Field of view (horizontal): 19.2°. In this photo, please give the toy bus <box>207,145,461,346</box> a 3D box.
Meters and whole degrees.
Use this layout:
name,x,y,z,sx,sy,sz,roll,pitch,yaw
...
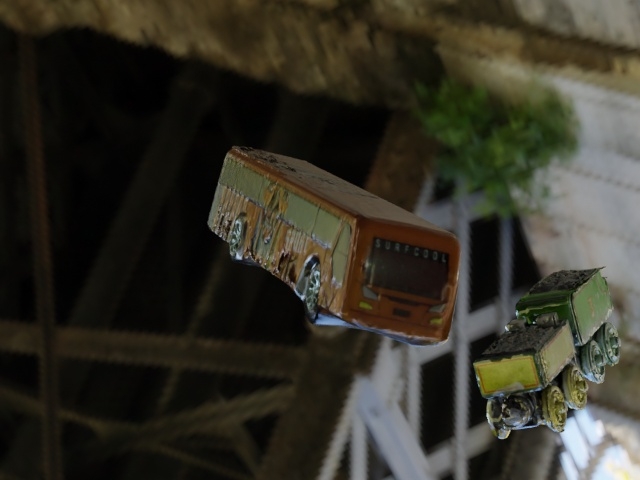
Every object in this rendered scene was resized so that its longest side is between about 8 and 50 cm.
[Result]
name,x,y,z,sx,sy,sz,roll,pitch,yaw
toy bus,0.000,0.000,1.458,0.409,0.093,0.092,-149,-108,-70

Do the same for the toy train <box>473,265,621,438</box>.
name,x,y,z,sx,sy,sz,roll,pitch,yaw
toy train,0.163,0.076,1.338,0.060,0.081,0.202,-11,-170,26
